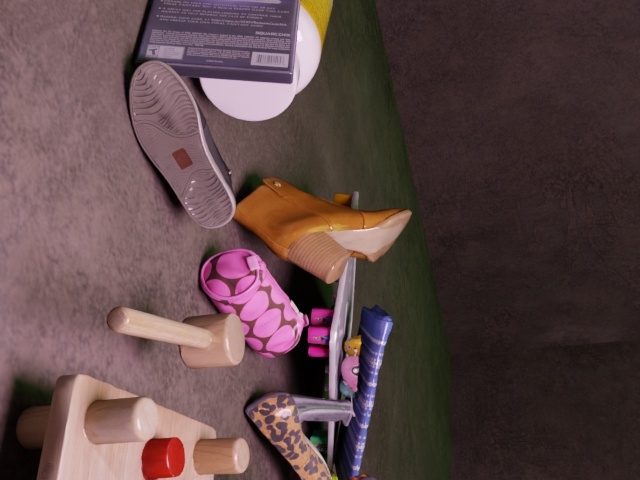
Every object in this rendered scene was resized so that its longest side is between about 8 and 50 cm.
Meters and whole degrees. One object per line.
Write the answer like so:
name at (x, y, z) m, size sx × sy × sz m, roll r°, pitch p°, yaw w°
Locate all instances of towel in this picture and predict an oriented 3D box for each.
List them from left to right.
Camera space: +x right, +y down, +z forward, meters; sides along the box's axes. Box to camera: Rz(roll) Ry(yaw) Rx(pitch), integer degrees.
towel at (0.081, 0.292, 1.269) m, size 0.243 × 0.040 × 0.336 m, roll 175°, pitch -74°, yaw -87°

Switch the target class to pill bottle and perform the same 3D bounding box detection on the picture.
pill bottle at (-0.084, -0.340, 1.071) m, size 0.334 × 0.188 × 0.188 m, roll -81°, pitch 157°, yaw -46°

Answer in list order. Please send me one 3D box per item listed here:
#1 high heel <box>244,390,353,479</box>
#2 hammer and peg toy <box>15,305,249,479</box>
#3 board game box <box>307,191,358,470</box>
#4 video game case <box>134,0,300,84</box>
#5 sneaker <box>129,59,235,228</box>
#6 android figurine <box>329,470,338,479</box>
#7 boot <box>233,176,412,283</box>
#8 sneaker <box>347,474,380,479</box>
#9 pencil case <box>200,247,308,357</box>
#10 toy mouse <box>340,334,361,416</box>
high heel at (-0.067, 0.365, 1.090) m, size 0.186 × 0.093 × 0.261 m, roll 13°, pitch 97°, yaw -31°
hammer and peg toy at (-0.173, 0.222, 0.626) m, size 0.266 × 0.127 × 0.361 m, roll 51°, pitch 35°, yaw -58°
board game box at (0.026, 0.168, 1.302) m, size 0.390 × 0.050 × 0.390 m, roll -78°, pitch 172°, yaw -49°
video game case at (-0.125, -0.322, 0.915) m, size 0.026 × 0.196 × 0.274 m, roll 95°, pitch -2°, yaw -56°
sneaker at (-0.179, -0.129, 0.886) m, size 0.118 × 0.083 × 0.222 m, roll -108°, pitch 177°, yaw -70°
android figurine at (0.033, 0.579, 1.278) m, size 0.248 × 0.056 × 0.272 m, roll 65°, pitch 19°, yaw -59°
boot at (0.009, -0.046, 1.145) m, size 0.295 × 0.211 × 0.104 m, roll -27°, pitch 148°, yaw -50°
sneaker at (-0.038, 0.383, 0.853) m, size 0.125 × 0.321 × 0.180 m, roll 14°, pitch 22°, yaw -38°
pencil case at (-0.094, 0.093, 1.008) m, size 0.209 × 0.098 × 0.095 m, roll 60°, pitch 17°, yaw -54°
toy mouse at (0.052, 0.236, 1.195) m, size 0.161 × 0.031 × 0.143 m, roll 82°, pitch 14°, yaw -74°
